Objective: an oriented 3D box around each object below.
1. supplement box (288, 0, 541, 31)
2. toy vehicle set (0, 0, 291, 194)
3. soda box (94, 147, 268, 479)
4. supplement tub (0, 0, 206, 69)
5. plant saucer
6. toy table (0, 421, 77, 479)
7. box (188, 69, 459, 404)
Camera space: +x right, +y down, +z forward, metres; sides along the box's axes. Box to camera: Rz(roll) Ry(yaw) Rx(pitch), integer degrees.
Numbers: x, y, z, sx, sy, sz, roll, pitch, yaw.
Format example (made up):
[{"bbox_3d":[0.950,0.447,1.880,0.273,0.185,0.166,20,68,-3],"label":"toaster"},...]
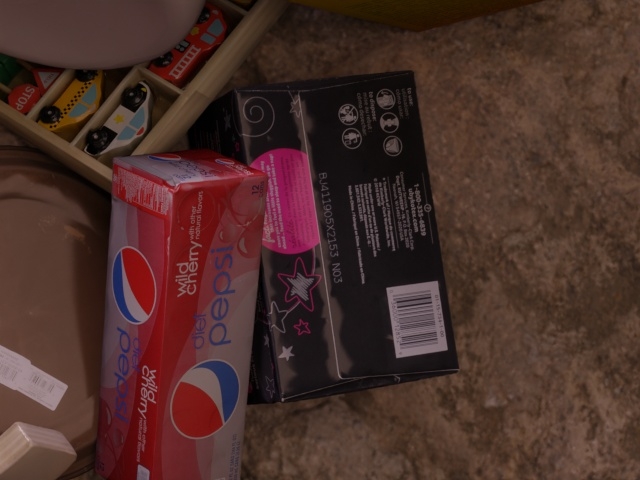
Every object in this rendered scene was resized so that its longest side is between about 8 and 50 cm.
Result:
[{"bbox_3d":[0.087,-0.289,1.352,0.195,0.356,0.194,-11,88,24],"label":"supplement box"},{"bbox_3d":[-0.141,-0.175,1.398,0.166,0.035,0.267,30,72,20],"label":"toy vehicle set"},{"bbox_3d":[-0.108,0.066,1.337,0.092,0.083,0.263,-8,112,-38],"label":"soda box"},{"bbox_3d":[-0.176,-0.319,1.320,0.235,0.235,0.324,18,64,-17],"label":"supplement tub"},{"bbox_3d":[-0.242,0.060,1.379,0.278,0.041,0.277,2,84,-20],"label":"plant saucer"},{"bbox_3d":[-0.295,0.179,1.224,0.161,0.252,0.274,-46,75,7],"label":"toy table"},{"bbox_3d":[0.000,0.000,1.418,0.163,0.142,0.247,-8,88,-22],"label":"box"}]
